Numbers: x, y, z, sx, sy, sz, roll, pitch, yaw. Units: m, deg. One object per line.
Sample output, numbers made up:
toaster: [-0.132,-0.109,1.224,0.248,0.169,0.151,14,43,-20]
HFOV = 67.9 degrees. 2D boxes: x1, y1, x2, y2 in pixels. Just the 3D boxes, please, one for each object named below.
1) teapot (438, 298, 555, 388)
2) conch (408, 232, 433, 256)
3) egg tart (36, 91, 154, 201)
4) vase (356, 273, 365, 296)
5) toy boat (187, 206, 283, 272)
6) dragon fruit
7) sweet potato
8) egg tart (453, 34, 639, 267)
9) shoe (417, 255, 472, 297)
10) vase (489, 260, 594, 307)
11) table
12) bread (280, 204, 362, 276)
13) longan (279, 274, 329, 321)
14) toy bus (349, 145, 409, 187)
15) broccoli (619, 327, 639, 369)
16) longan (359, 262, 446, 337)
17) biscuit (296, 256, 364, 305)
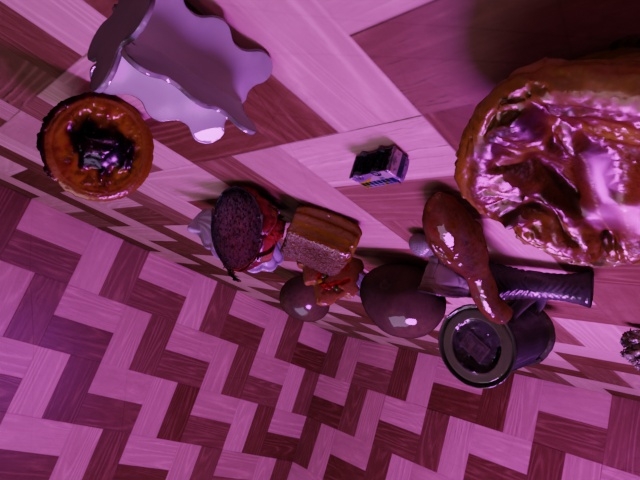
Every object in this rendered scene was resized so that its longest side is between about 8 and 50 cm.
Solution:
teapot: [0.496,0.236,1.250,0.337,0.270,0.200,3,-147,-46]
conch: [0.247,0.010,1.101,0.076,0.057,0.085,12,169,-27]
egg tart: [-0.465,-0.189,0.984,0.215,0.215,0.171,29,172,-33]
vase: [0.125,0.131,1.606,0.081,0.081,0.148,8,158,34]
toy boat: [-0.235,-0.020,1.376,0.290,0.199,0.100,22,128,4]
dragon fruit: [-0.168,-0.029,1.236,0.148,0.224,0.218,-4,149,-50]
sweet potato: [0.297,0.036,0.970,0.109,0.109,0.385,3,143,43]
egg tart: [0.322,-0.089,0.498,0.351,0.153,0.339,21,164,-6]
shoe: [0.359,0.097,1.198,0.274,0.098,0.103,8,180,-38]
vase: [0.471,0.098,1.059,0.237,0.115,0.115,3,158,36]
table: [-0.176,-0.224,0.630,0.166,0.167,0.198,3,165,44]
bread: [0.000,0.000,1.255,0.184,0.111,0.234,23,162,-3]
longan: [-0.062,0.242,1.986,0.220,0.197,0.196,27,164,2]
toy bus: [0.103,-0.123,0.817,0.058,0.052,0.102,26,165,-31]
broccoli: [0.813,0.239,1.169,0.122,0.118,0.204,20,152,37]
longan: [0.231,0.165,1.351,0.248,0.248,0.248,17,164,5]
biscuit: [0.016,0.076,1.387,0.238,0.212,0.041,43,145,4]
